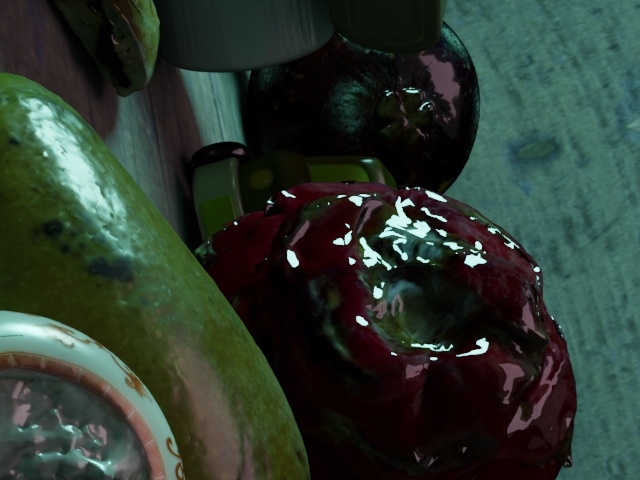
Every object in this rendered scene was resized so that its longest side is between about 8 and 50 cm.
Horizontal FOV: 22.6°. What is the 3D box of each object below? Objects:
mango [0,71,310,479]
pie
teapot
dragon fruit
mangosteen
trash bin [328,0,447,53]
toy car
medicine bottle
[{"bbox_3d":[-0.110,0.065,0.803,0.176,0.176,0.329,-11,-83,65],"label":"mango"},{"bbox_3d":[-0.176,-0.227,1.226,0.218,0.052,0.185,63,11,-45],"label":"pie"},{"bbox_3d":[-0.121,0.113,0.655,0.116,0.246,0.159,-39,-137,50],"label":"teapot"},{"bbox_3d":[0.025,0.110,1.119,0.329,0.329,0.329,-15,90,-82],"label":"dragon fruit"},{"bbox_3d":[0.044,-0.155,1.857,0.288,0.288,0.288,-15,90,-82],"label":"mangosteen"},{"bbox_3d":[0.074,-0.320,1.390,0.243,0.121,0.247,78,21,-70],"label":"trash bin"},{"bbox_3d":[0.000,0.000,1.485,0.248,0.198,0.204,45,30,-75],"label":"toy car"},{"bbox_3d":[-0.099,-0.351,1.409,0.242,0.243,0.395,-84,172,-67],"label":"medicine bottle"}]
